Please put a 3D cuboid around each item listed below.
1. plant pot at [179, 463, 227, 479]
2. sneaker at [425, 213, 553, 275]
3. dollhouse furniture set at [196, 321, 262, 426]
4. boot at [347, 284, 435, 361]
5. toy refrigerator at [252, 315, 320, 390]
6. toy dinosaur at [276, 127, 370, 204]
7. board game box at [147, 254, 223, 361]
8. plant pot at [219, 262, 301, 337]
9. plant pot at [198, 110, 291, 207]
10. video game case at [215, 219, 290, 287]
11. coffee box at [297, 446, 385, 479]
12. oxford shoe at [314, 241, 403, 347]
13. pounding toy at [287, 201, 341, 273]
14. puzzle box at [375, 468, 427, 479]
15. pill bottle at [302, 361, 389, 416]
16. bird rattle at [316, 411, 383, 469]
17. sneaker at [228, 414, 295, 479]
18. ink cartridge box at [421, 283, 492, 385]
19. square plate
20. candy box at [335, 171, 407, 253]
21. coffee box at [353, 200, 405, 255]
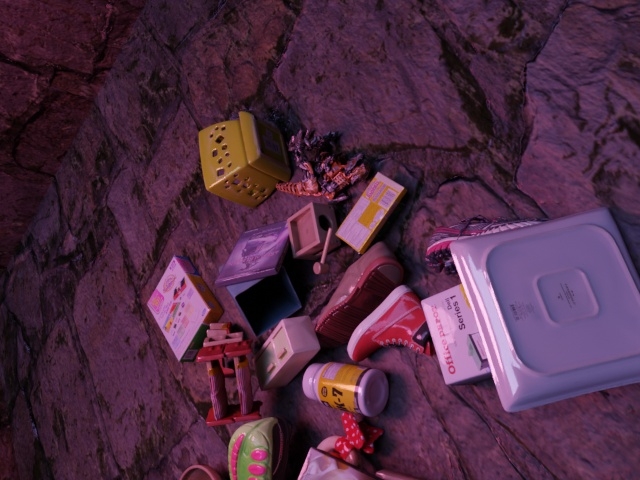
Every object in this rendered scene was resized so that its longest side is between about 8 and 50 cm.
[{"bbox_3d":[-0.337,0.813,1.691,0.237,0.109,0.237,-12,72,40],"label":"plant pot"},{"bbox_3d":[0.380,-0.011,1.241,0.299,0.121,0.112,-9,44,32],"label":"sneaker"},{"bbox_3d":[-0.262,0.379,1.649,0.374,0.152,0.201,-132,34,-82],"label":"dollhouse furniture set"},{"bbox_3d":[0.186,0.256,1.371,0.244,0.088,0.176,-50,54,17],"label":"boot"},{"bbox_3d":[-0.106,0.322,1.543,0.269,0.094,0.102,-54,48,47],"label":"toy refrigerator"},{"bbox_3d":[-0.010,-0.205,1.610,0.321,0.164,0.218,-14,87,17],"label":"toy dinosaur"},{"bbox_3d":[-0.497,0.242,1.989,0.316,0.064,0.242,47,112,38],"label":"board game box"},{"bbox_3d":[-0.204,0.138,1.657,0.165,0.165,0.234,-33,34,-17],"label":"plant pot"},{"bbox_3d":[-0.232,-0.266,1.766,0.207,0.228,0.227,-25,65,27],"label":"plant pot"},{"bbox_3d":[-0.184,0.031,1.636,0.196,0.026,0.274,-14,28,20],"label":"video game case"},{"bbox_3d":[0.071,0.582,1.225,0.246,0.098,0.141,15,71,27],"label":"coffee box"},{"bbox_3d":[0.094,0.152,1.478,0.348,0.123,0.130,-49,27,24],"label":"oxford shoe"},{"bbox_3d":[0.007,0.002,1.565,0.181,0.094,0.206,-32,61,44],"label":"pounding toy"},{"bbox_3d":[0.232,0.751,1.216,0.272,0.052,0.409,2,82,32],"label":"puzzle box"},{"bbox_3d":[0.062,0.381,1.428,0.208,0.119,0.119,-2,79,42],"label":"pill bottle"},{"bbox_3d":[0.050,0.568,1.385,0.207,0.143,0.254,-23,65,38],"label":"bird rattle"},{"bbox_3d":[-0.155,0.699,1.521,0.185,0.202,0.483,26,116,31],"label":"sneaker"},{"bbox_3d":[0.383,0.181,1.188,0.278,0.117,0.201,-29,63,33],"label":"ink cartridge box"},{"bbox_3d":[0.463,0.115,1.045,0.344,0.049,0.347,-12,67,-2],"label":"square plate"},{"bbox_3d":[0.133,-0.074,1.455,0.206,0.027,0.105,-55,46,5],"label":"candy box"},{"bbox_3d":[0.138,-0.061,1.509,0.184,0.040,0.113,-53,50,19],"label":"coffee box"}]
